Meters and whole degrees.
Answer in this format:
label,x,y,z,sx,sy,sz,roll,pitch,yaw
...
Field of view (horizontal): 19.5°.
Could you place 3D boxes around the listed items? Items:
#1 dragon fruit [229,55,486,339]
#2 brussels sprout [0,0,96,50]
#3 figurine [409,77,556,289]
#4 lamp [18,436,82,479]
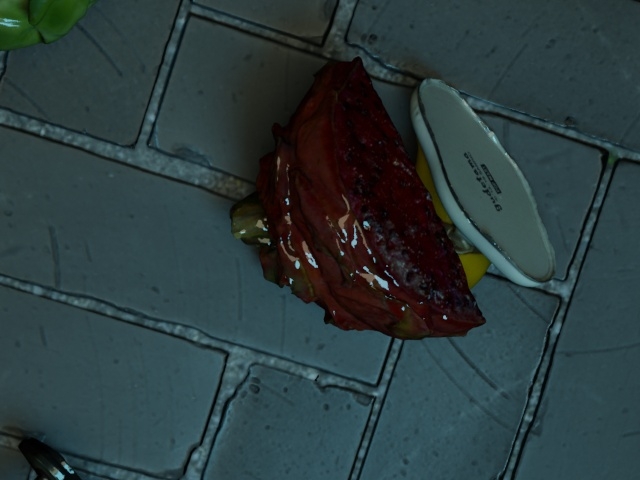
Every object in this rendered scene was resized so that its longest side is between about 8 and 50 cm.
label,x,y,z,sx,sy,sz,roll,pitch,yaw
dragon fruit,0.000,0.000,1.896,0.205,0.152,0.317,-25,94,38
brussels sprout,-0.305,-0.327,1.824,0.294,0.227,0.259,-24,114,-13
figurine,0.129,-0.033,1.992,0.141,0.167,0.250,-34,73,32
lamp,-0.329,0.359,1.947,0.283,0.124,0.203,-40,110,0
